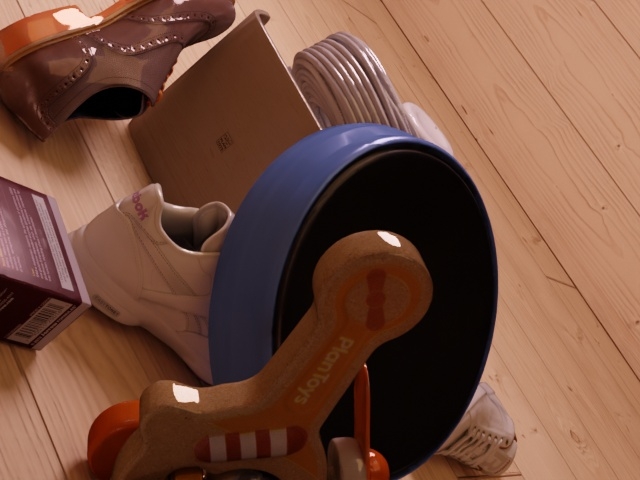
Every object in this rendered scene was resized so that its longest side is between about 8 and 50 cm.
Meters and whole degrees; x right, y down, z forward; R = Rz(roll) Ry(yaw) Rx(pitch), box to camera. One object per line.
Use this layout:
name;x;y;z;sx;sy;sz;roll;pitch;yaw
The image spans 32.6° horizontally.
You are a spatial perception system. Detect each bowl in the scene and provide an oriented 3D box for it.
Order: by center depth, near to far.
bowl;0.054;0.073;1.145;0.077;0.391;0.391;9;-16;44

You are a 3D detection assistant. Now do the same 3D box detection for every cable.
cable;0.046;-0.132;1.378;0.257;0.089;0.257;66;-9;-4

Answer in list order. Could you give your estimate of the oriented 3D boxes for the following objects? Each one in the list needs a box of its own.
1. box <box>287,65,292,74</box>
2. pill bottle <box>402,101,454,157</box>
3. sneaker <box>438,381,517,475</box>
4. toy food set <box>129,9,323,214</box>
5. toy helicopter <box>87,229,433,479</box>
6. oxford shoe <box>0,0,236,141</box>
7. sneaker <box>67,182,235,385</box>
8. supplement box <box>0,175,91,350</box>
box;-0.045;-0.185;1.674;0.186;0.145;0.038;16;42;-60
pill bottle;0.091;-0.105;1.714;0.121;0.221;0.121;44;21;-21
sneaker;0.217;0.266;1.502;0.123;0.106;0.290;54;18;15
toy food set;-0.089;-0.106;1.320;0.092;0.220;0.306;25;32;-57
toy helicopter;-0.018;0.140;0.828;0.235;0.355;0.140;22;30;-23
oxford shoe;-0.218;-0.207;1.263;0.364;0.130;0.132;-30;88;-42
sneaker;-0.106;0.053;1.099;0.305;0.152;0.114;36;22;-40
supplement box;-0.306;-0.004;0.870;0.239;0.073;0.130;27;29;-51
